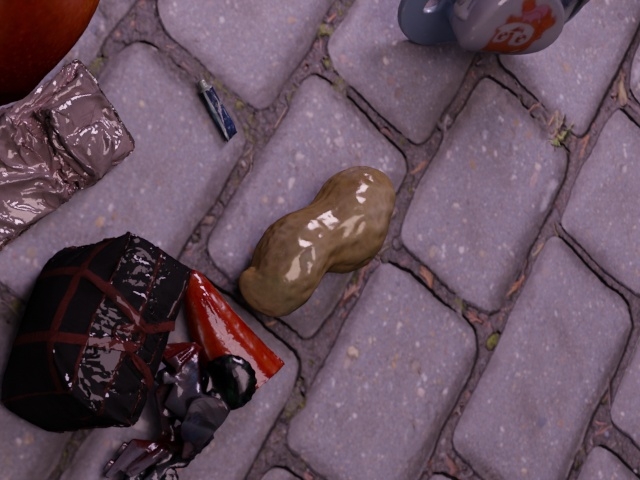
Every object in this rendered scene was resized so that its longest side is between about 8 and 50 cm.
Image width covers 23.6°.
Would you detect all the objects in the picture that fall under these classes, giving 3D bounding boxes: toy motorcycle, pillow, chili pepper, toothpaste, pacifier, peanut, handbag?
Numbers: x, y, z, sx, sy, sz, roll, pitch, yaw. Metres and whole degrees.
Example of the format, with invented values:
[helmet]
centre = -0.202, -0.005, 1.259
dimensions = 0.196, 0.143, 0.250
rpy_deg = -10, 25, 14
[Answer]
[toy motorcycle]
centre = -0.173, 0.206, 1.777
dimensions = 0.122, 0.082, 0.213
rpy_deg = 38, 78, -2
[pillow]
centre = -0.326, -0.095, 1.747
dimensions = 0.248, 0.049, 0.135
rpy_deg = -39, 109, -29
[chili pepper]
centre = -0.120, 0.107, 1.849
dimensions = 0.088, 0.065, 0.169
rpy_deg = -37, 100, -33
[toothpaste]
centre = -0.129, -0.163, 1.907
dimensions = 0.083, 0.019, 0.027
rpy_deg = 60, 40, -16
[pacifier]
centre = 0.232, -0.375, 2.084
dimensions = 0.299, 0.244, 0.233
rpy_deg = 0, 53, -35
[peanut]
centre = 0.000, 0.000, 1.919
dimensions = 0.263, 0.101, 0.117
rpy_deg = -36, 83, -32
[handbag]
centre = -0.246, 0.105, 1.697
dimensions = 0.155, 0.169, 0.215
rpy_deg = 30, 67, -28

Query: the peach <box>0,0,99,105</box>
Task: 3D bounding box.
[peach]
centre = -0.396, -0.309, 1.551
dimensions = 0.388, 0.388, 0.388
rpy_deg = 6, 80, -33
